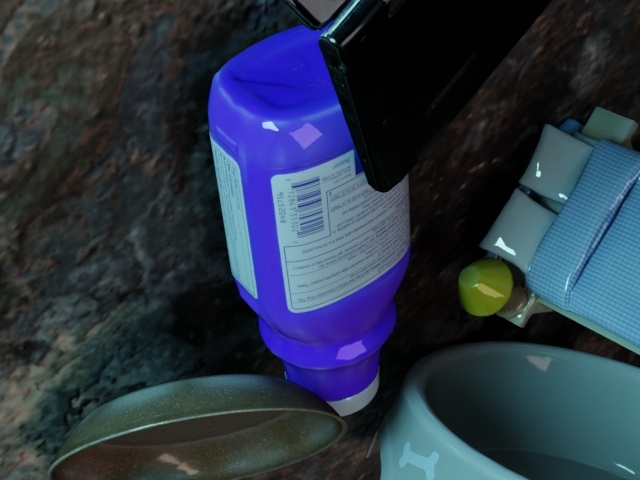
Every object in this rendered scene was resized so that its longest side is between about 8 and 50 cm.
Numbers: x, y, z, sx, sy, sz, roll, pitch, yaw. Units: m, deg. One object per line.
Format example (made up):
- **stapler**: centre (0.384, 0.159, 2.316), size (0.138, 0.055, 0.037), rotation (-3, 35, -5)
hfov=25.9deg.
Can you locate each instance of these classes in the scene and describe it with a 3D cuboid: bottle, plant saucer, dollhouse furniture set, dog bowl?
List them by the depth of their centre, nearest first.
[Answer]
- **bottle**: centre (0.000, 0.000, 0.891), size (0.118, 0.092, 0.283), rotation (-29, 139, -22)
- **dollhouse furniture set**: centre (0.240, -0.043, 0.904), size (0.198, 0.286, 0.303), rotation (29, 92, -49)
- **plant saucer**: centre (-0.082, 0.127, 0.924), size (0.199, 0.036, 0.198), rotation (-9, 158, -4)
- **dog bowl**: centre (0.202, 0.182, 1.044), size (0.349, 0.349, 0.102), rotation (-3, 112, -39)

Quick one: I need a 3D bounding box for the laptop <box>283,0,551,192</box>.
- **laptop**: centre (0.050, -0.278, 0.649), size (0.382, 0.236, 0.408), rotation (-50, 167, -5)
